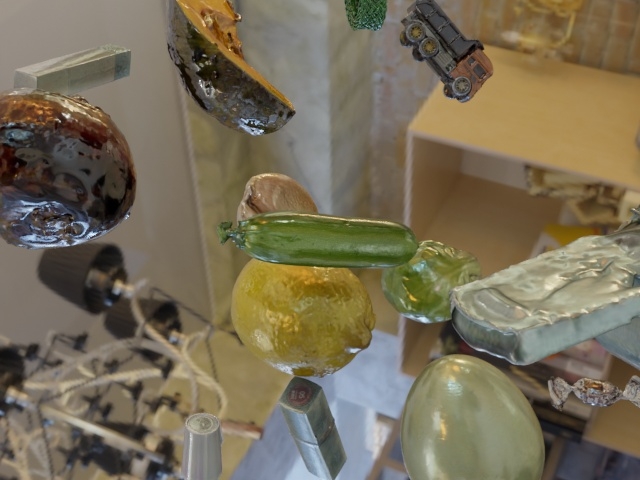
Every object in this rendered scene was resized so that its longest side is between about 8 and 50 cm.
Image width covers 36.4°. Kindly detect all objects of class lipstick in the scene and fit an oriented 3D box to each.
[{"bbox_3d":[-0.538,-0.368,2.132,0.317,0.066,0.068,-37,-38,-56],"label":"lipstick"},{"bbox_3d":[-0.012,0.386,1.955,0.076,0.077,0.290,-55,-32,-31],"label":"lipstick"}]

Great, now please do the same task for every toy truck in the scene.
[{"bbox_3d":[0.218,-0.336,1.706,0.092,0.192,0.083,-42,6,-4],"label":"toy truck"}]

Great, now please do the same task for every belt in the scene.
[{"bbox_3d":[0.103,-0.514,2.060,0.121,0.079,0.151,105,155,-47],"label":"belt"}]

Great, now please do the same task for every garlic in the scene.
[{"bbox_3d":[-0.099,-0.041,2.105,0.228,0.110,0.217,52,-134,-21],"label":"garlic"}]

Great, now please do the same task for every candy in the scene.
[{"bbox_3d":[0.593,0.322,2.045,0.094,0.226,0.051,-68,-27,-48],"label":"candy"}]

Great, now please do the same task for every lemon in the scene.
[{"bbox_3d":[-0.033,0.139,1.880,0.245,0.320,0.245,-35,-43,-41],"label":"lemon"}]

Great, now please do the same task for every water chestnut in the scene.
[{"bbox_3d":[-0.505,-0.150,1.831,0.350,0.350,0.302,74,-161,-57],"label":"water chestnut"}]

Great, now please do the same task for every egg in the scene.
[{"bbox_3d":[0.229,0.300,1.498,0.218,0.218,0.295,-50,-49,-47],"label":"egg"}]

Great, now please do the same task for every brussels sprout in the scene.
[{"bbox_3d":[0.271,0.101,2.402,0.244,0.244,0.244,17,-90,-70],"label":"brussels sprout"}]

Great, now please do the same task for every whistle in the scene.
[{"bbox_3d":[0.332,0.051,0.969,0.168,0.404,0.188,38,113,64],"label":"whistle"}]

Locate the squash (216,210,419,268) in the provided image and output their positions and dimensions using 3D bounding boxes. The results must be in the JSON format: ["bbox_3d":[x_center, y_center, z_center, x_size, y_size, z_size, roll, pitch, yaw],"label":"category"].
[{"bbox_3d":[0.000,0.000,1.704,0.378,0.101,0.101,2,-71,-24],"label":"squash"}]

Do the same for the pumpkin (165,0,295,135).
[{"bbox_3d":[-0.191,-0.286,1.550,0.169,0.312,0.148,7,-47,-51],"label":"pumpkin"}]

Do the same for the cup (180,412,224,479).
[{"bbox_3d":[-0.205,0.366,1.745,0.104,0.074,0.116,-38,-42,-54],"label":"cup"}]
